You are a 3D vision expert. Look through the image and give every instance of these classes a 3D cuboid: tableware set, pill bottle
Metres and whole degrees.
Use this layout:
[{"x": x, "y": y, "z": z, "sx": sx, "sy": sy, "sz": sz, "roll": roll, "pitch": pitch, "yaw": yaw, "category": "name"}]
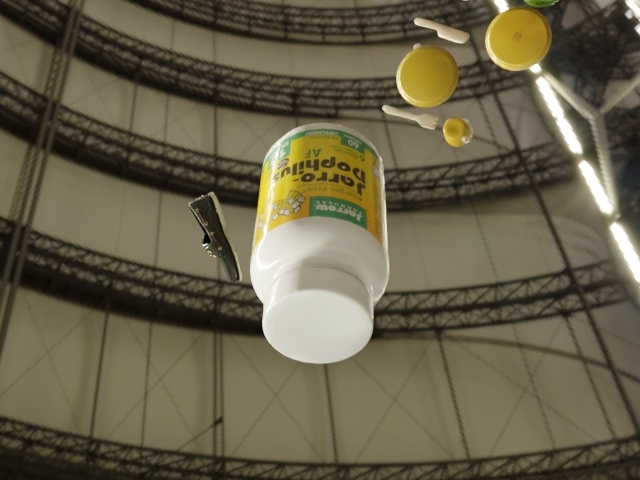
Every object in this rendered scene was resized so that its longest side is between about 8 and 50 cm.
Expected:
[{"x": 0.120, "y": -0.148, "z": 0.644, "sx": 0.104, "sy": 0.154, "sz": 0.024, "roll": 23, "pitch": -176, "yaw": 19, "category": "tableware set"}, {"x": 0.000, "y": 0.000, "z": 0.740, "sx": 0.118, "sy": 0.117, "sz": 0.208, "roll": 30, "pitch": -144, "yaw": -22, "category": "pill bottle"}]

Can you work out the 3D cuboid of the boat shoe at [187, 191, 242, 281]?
[{"x": -0.142, "y": 0.001, "z": 1.157, "sx": 0.049, "sy": 0.042, "sz": 0.133, "roll": 32, "pitch": 144, "yaw": 62, "category": "boat shoe"}]
